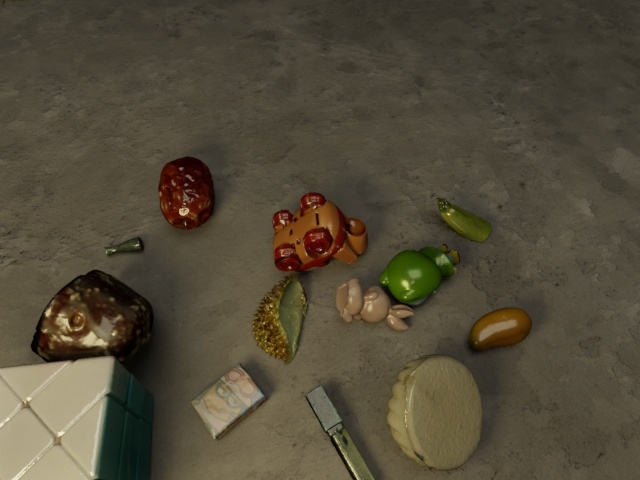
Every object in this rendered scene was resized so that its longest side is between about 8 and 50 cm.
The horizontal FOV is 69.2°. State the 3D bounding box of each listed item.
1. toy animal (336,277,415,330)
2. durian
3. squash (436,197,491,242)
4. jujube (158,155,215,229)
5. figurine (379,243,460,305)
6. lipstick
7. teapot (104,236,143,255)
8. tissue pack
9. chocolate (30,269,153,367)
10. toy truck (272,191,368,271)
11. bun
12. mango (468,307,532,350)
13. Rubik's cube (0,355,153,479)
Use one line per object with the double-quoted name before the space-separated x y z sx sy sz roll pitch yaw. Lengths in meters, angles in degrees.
"toy animal" 0.152 0.182 1.301 0.213 0.124 0.124 18 55 -15
"durian" -0.112 0.209 1.290 0.139 0.144 0.252 34 46 -25
"squash" 0.444 -0.071 1.490 0.200 0.075 0.090 31 78 -7
"jujube" -0.422 -0.154 1.465 0.174 0.174 0.250 -5 54 -5
"figurine" 0.295 0.087 1.348 0.263 0.143 0.162 -27 50 -31
"lipstick" 0.062 0.500 1.117 0.051 0.051 0.312 -26 63 -18
"teapot" -0.603 0.022 1.421 0.111 0.042 0.042 -14 58 -6
"tissue pack" -0.229 0.403 1.162 0.155 0.065 0.115 -34 66 -23
"chocolate" -0.525 0.214 1.142 0.210 0.340 0.225 29 82 -7
"toy truck" 0.000 0.000 1.385 0.265 0.239 0.188 -28 51 29
"bun" 0.247 0.407 1.125 0.263 0.175 0.262 8 75 -32
"mango" 0.490 0.245 1.277 0.184 0.084 0.102 -21 63 -3
"Rubik's cube" -0.556 0.454 0.972 0.319 0.315 0.321 -5 56 -4
